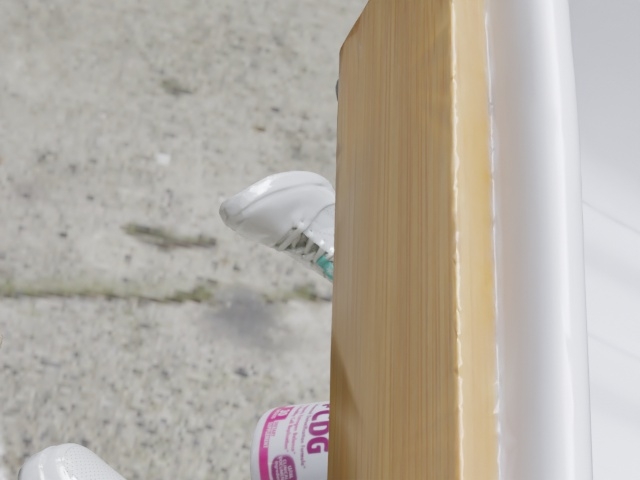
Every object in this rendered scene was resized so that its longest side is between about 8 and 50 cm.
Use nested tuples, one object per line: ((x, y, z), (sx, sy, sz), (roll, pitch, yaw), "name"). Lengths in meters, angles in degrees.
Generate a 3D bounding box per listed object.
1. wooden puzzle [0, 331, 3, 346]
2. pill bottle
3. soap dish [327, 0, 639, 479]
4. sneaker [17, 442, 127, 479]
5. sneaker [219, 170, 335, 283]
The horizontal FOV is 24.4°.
((-0.407, 0.110, 1.282), (0.239, 0.044, 0.221), (28, 45, -20), "wooden puzzle")
((0.068, 0.275, 1.863), (0.283, 0.160, 0.160), (-10, 25, 25), "pill bottle")
((0.105, 0.045, 0.529), (0.229, 0.118, 0.290), (25, 54, -36), "soap dish")
((-0.069, 0.224, 1.052), (0.292, 0.169, 0.108), (47, 22, 3), "sneaker")
((0.000, 0.000, 1.335), (0.212, 0.080, 0.094), (11, 52, -50), "sneaker")
